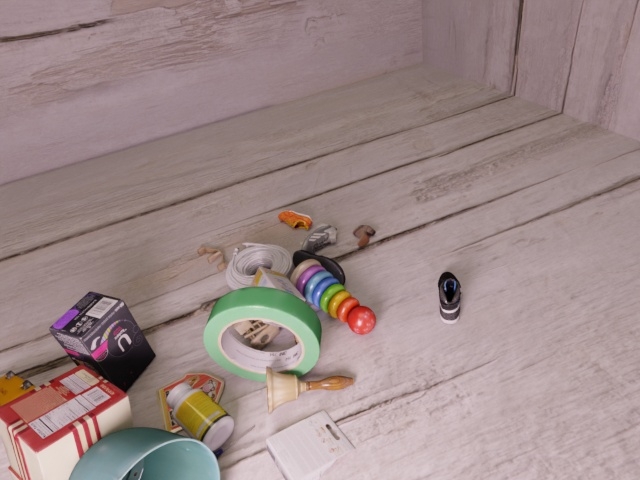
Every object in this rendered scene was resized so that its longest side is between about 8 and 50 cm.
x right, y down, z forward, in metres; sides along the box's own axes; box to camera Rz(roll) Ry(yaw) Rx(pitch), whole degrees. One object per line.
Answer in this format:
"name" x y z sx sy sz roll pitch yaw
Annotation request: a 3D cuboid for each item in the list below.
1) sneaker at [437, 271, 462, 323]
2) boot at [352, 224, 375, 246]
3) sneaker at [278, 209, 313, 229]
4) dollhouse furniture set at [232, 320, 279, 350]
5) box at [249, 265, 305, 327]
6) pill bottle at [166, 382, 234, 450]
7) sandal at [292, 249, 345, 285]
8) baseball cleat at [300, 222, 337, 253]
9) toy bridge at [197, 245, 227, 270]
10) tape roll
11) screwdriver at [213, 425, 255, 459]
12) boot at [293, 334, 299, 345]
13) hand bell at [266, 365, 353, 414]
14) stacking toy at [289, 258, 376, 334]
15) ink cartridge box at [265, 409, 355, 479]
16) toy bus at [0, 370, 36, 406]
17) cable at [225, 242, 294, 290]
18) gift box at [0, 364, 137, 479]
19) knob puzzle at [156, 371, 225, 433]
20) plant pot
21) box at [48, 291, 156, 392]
"sneaker" 0.415 0.147 1.385 0.079 0.121 0.217 0 38 13
"boot" 0.162 -0.021 1.750 0.118 0.042 0.087 -35 36 -30
"sneaker" -0.118 -0.088 1.892 0.175 0.064 0.067 12 52 32
"dollhouse furniture set" -0.238 0.234 1.395 0.101 0.161 0.182 -41 44 -12
"box" -0.149 0.183 1.415 0.103 0.114 0.203 21 10 -31
"pill bottle" -0.325 0.463 1.160 0.184 0.103 0.103 29 52 29
"sandal" 0.001 0.092 1.602 0.054 0.097 0.254 -9 27 -45
"baseball cleat" 0.000 0.000 1.735 0.109 0.072 0.206 16 48 23
"toy bridge" -0.436 0.068 1.798 0.063 0.026 0.188 -33 42 -28
"tape roll" -0.158 0.268 1.210 0.321 0.321 0.077 -4 38 9
"screwdriver" -0.244 0.537 1.136 0.169 0.024 0.025 -30 11 -33
"boot" -0.044 0.293 1.371 0.084 0.059 0.158 -8 35 -3
"hand bell" -0.028 0.403 1.208 0.241 0.126 0.126 -3 35 -10
"stacking toy" 0.049 0.197 1.431 0.141 0.141 0.330 -34 49 -27
"ink cartridge box" -0.027 0.522 1.092 0.179 0.045 0.145 -12 32 -32
"toy bus" -0.860 0.472 1.243 0.332 0.130 0.108 -5 33 42
"cable" -0.227 0.115 1.629 0.256 0.089 0.257 2 39 16
"gift box" -0.597 0.500 1.089 0.255 0.258 0.276 17 25 36
"knob puzzle" -0.375 0.453 1.270 0.213 0.030 0.213 -7 36 5
"plant pot" -0.408 0.550 0.952 0.235 0.293 0.293 3 37 38
"box" -0.651 0.314 1.324 0.143 0.271 0.165 8 41 24
